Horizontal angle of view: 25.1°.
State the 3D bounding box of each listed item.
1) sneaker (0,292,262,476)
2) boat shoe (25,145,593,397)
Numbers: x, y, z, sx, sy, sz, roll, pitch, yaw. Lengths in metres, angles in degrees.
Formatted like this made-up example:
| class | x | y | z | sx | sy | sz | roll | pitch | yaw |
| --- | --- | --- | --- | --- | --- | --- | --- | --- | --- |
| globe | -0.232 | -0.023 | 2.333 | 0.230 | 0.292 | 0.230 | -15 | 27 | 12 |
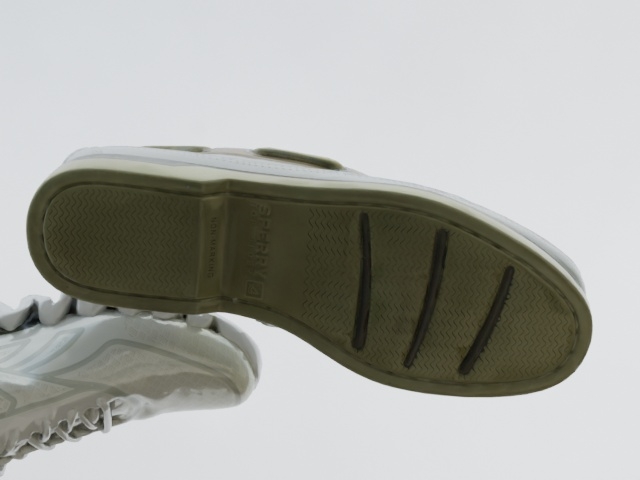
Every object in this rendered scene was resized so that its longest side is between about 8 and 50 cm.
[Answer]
| class | x | y | z | sx | sy | sz | roll | pitch | yaw |
| --- | --- | --- | --- | --- | --- | --- | --- | --- | --- |
| sneaker | -0.181 | 0.091 | 0.854 | 0.292 | 0.118 | 0.110 | 2 | -34 | -5 |
| boat shoe | 0.000 | 0.000 | 0.784 | 0.302 | 0.103 | 0.113 | 15 | -69 | 1 |
